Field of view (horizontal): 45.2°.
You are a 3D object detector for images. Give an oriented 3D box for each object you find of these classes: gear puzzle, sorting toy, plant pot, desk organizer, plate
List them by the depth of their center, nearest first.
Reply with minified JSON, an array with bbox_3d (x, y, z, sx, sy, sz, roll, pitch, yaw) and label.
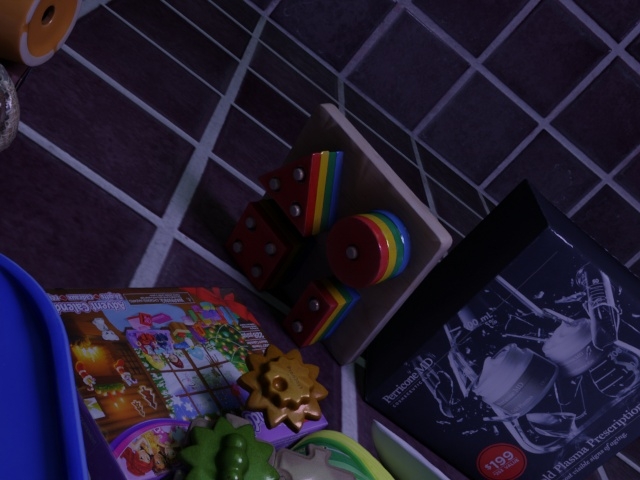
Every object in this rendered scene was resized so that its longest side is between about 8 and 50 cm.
[{"bbox_3d":[-0.037,0.219,0.605,0.175,0.044,0.339,23,43,-11],"label":"gear puzzle"},{"bbox_3d":[0.181,0.319,0.815,0.278,0.045,0.277,37,-7,35],"label":"plate"},{"bbox_3d":[-0.395,-0.305,0.902,0.187,0.205,0.205,30,21,0],"label":"plant pot"},{"bbox_3d":[-0.406,-0.227,1.000,0.050,0.047,0.130,31,23,-22],"label":"desk organizer"},{"bbox_3d":[0.000,0.000,1.009,0.089,0.255,0.257,-13,56,-46],"label":"sorting toy"}]

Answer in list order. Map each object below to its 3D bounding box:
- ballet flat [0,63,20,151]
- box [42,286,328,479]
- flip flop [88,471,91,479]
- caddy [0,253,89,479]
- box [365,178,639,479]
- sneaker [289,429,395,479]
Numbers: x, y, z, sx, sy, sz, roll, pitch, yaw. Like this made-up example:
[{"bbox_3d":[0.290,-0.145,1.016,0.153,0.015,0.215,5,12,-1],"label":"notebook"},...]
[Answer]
[{"bbox_3d":[-0.512,-0.248,0.750,0.482,0.164,0.182,40,-1,-22],"label":"ballet flat"},{"bbox_3d":[-0.139,0.136,0.747,0.201,0.057,0.293,52,23,23],"label":"box"},{"bbox_3d":[-0.261,0.088,0.592,0.112,0.080,0.277,10,38,-55],"label":"flip flop"},{"bbox_3d":[-0.241,0.153,0.380,0.241,0.179,0.341,2,40,-27],"label":"caddy"},{"bbox_3d":[0.286,0.155,1.067,0.312,0.343,0.179,37,22,-11],"label":"box"},{"bbox_3d":[0.062,0.290,0.698,0.295,0.110,0.123,26,30,36],"label":"sneaker"}]
